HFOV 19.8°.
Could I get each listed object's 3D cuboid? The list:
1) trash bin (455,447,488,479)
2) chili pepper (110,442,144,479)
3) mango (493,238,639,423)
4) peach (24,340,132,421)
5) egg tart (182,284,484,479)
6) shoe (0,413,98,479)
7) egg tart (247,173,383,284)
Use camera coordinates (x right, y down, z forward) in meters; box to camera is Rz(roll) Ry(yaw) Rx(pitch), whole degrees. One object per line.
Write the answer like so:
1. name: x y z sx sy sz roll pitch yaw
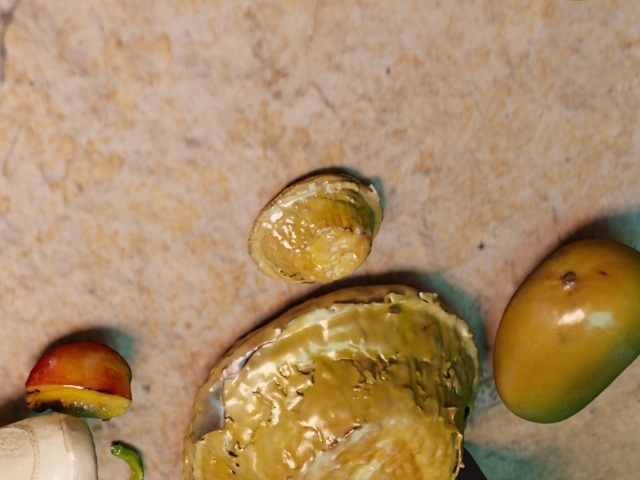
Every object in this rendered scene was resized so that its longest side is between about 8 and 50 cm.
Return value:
1. trash bin: 0.105 0.349 1.930 0.101 0.176 0.236 5 126 -33
2. chili pepper: -0.181 0.215 1.723 0.030 0.017 0.083 -23 139 -7
3. mango: 0.242 0.093 1.789 0.156 0.114 0.251 -19 154 -31
4. peach: -0.206 0.118 1.565 0.098 0.061 0.098 3 157 1
5. egg tart: 0.026 0.190 1.727 0.341 0.132 0.341 -16 135 -17
6. shoe: -0.352 0.243 1.538 0.342 0.132 0.210 -35 142 22
7. egg tart: 0.000 0.000 1.575 0.129 0.049 0.128 -16 140 -14
